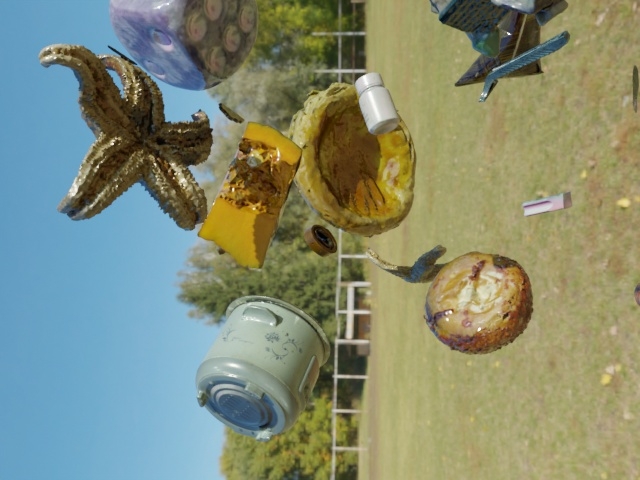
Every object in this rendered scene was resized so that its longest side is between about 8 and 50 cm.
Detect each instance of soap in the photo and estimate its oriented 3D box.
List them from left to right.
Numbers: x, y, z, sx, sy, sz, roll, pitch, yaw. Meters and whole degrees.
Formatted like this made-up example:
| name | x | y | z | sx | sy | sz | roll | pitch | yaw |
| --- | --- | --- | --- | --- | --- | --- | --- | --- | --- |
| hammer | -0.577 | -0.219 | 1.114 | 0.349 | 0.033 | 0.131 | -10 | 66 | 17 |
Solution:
| name | x | y | z | sx | sy | sz | roll | pitch | yaw |
| --- | --- | --- | --- | --- | --- | --- | --- | --- | --- |
| soap | 0.794 | -0.126 | 2.158 | 0.100 | 0.149 | 0.056 | -14 | -90 | -45 |

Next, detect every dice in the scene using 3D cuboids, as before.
| name | x | y | z | sx | sy | sz | roll | pitch | yaw |
| --- | --- | --- | --- | --- | --- | --- | --- | --- | --- |
| dice | -0.341 | -0.564 | 1.569 | 0.270 | 0.271 | 0.270 | -60 | -33 | -19 |

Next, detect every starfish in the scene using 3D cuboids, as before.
| name | x | y | z | sx | sy | sz | roll | pitch | yaw |
| --- | --- | --- | --- | --- | --- | --- | --- | --- | --- |
| starfish | -0.257 | -0.151 | 0.841 | 0.312 | 0.113 | 0.304 | 28 | -137 | -55 |
| starfish | 0.294 | 0.077 | 1.827 | 0.375 | 0.326 | 0.095 | 129 | 146 | -68 |

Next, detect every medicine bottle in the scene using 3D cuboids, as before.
| name | x | y | z | sx | sy | sz | roll | pitch | yaw |
| --- | --- | --- | --- | --- | --- | --- | --- | --- | --- |
| medicine bottle | 0.089 | -0.217 | 0.989 | 0.052 | 0.052 | 0.089 | 74 | 178 | -77 |

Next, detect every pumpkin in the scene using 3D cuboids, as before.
| name | x | y | z | sx | sy | sz | roll | pitch | yaw |
| --- | --- | --- | --- | --- | --- | --- | --- | --- | --- |
| pumpkin | -0.122 | -0.071 | 1.099 | 0.248 | 0.130 | 0.126 | -66 | 10 | -15 |

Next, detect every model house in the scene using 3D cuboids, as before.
| name | x | y | z | sx | sy | sz | roll | pitch | yaw |
| --- | --- | --- | --- | --- | --- | --- | --- | --- | --- |
| model house | 0.378 | -0.549 | 1.276 | 0.284 | 0.243 | 0.298 | 58 | 155 | 3 |

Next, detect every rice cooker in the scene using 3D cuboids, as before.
| name | x | y | z | sx | sy | sz | roll | pitch | yaw |
| --- | --- | --- | --- | --- | --- | --- | --- | --- | --- |
| rice cooker | -0.126 | 0.274 | 1.412 | 0.316 | 0.264 | 0.317 | 7 | -90 | -71 |

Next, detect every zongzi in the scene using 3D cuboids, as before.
| name | x | y | z | sx | sy | sz | roll | pitch | yaw |
| --- | --- | --- | --- | --- | --- | --- | --- | --- | --- |
| zongzi | 0.480 | -0.549 | 1.679 | 0.111 | 0.240 | 0.248 | -103 | 3 | -58 |

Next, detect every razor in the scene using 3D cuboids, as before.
| name | x | y | z | sx | sy | sz | roll | pitch | yaw |
| --- | --- | --- | --- | --- | --- | --- | --- | --- | --- |
| razor | 0.329 | -0.292 | 1.021 | 0.066 | 0.033 | 0.190 | -53 | 13 | -26 |

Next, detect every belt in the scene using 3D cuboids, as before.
| name | x | y | z | sx | sy | sz | roll | pitch | yaw |
| --- | --- | --- | --- | --- | --- | --- | --- | --- | --- |
| belt | 0.000 | 0.000 | 1.421 | 0.083 | 0.036 | 0.059 | 43 | -137 | -21 |

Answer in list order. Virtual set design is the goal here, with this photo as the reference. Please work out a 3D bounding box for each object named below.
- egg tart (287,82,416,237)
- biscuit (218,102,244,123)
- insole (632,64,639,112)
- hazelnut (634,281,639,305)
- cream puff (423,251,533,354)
| name | x | y | z | sx | sy | sz | roll | pitch | yaw |
| --- | --- | --- | --- | --- | --- | --- | --- | --- | --- |
| egg tart | 0.068 | -0.187 | 1.498 | 0.169 | 0.387 | 0.388 | -21 | 63 | 54 |
| biscuit | -0.246 | -0.347 | 1.716 | 0.092 | 0.016 | 0.082 | 22 | -155 | -52 |
| insole | 0.722 | -0.346 | 1.420 | 0.135 | 0.002 | 0.045 | 60 | -156 | -47 |
| hazelnut | 0.860 | 0.142 | 1.611 | 0.086 | 0.086 | 0.086 | 1 | -90 | -86 |
| cream puff | 0.338 | 0.140 | 1.330 | 0.164 | 0.239 | 0.240 | 52 | -147 | -50 |
